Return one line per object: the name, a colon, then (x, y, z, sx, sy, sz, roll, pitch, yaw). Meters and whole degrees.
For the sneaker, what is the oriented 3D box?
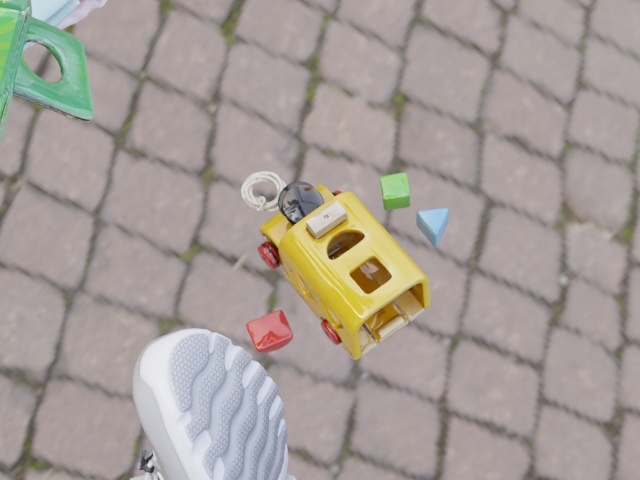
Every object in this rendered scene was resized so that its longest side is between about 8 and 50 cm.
sneaker: (-0.080, 0.161, 1.167, 0.115, 0.281, 0.105, 2, 49, 19)

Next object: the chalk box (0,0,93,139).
chalk box: (-0.282, -0.139, 1.144, 0.289, 0.179, 0.180, 7, 40, -21)

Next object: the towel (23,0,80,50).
towel: (-0.447, -0.263, 1.741, 0.374, 0.090, 0.320, -42, 97, -18)

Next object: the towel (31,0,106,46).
towel: (-0.397, -0.276, 2.027, 0.053, 0.317, 0.332, 59, 4, -37)

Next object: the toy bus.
toy bus: (0.012, 0.005, 1.660, 0.202, 0.104, 0.191, 5, 65, 6)
